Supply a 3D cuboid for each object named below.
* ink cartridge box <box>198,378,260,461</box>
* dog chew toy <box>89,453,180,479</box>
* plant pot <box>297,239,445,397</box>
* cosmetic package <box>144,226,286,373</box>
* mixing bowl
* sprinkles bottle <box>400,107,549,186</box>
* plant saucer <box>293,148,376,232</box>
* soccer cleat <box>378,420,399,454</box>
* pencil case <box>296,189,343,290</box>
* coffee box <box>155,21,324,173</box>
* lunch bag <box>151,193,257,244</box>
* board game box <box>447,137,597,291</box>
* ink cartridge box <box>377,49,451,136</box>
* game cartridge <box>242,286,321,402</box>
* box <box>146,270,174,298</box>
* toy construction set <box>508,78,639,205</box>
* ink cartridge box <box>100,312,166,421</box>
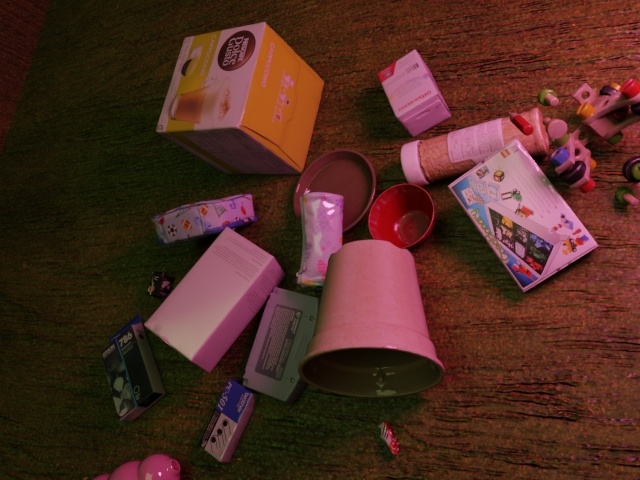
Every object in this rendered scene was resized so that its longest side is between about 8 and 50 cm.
[{"bbox_3d":[-0.260,0.511,1.668,0.097,0.046,0.207,22,84,35],"label":"ink cartridge box"},{"bbox_3d":[-0.544,0.731,1.676,0.332,0.206,0.206,-36,56,7],"label":"dog chew toy"},{"bbox_3d":[0.123,0.180,1.416,0.334,0.334,0.305,-15,53,27],"label":"plant pot"},{"bbox_3d":[-0.295,0.168,1.682,0.197,0.155,0.365,33,76,24],"label":"cosmetic package"},{"bbox_3d":[0.228,-0.049,1.544,0.182,0.098,0.181,-11,67,28],"label":"mixing bowl"},{"bbox_3d":[0.388,-0.233,1.499,0.356,0.121,0.121,-12,66,28],"label":"sprinkles bottle"},{"bbox_3d":[0.044,-0.138,1.731,0.278,0.041,0.277,-12,65,28],"label":"plant saucer"},{"bbox_3d":[0.164,0.482,1.424,0.036,0.029,0.083,-37,53,26],"label":"soccer cleat"},{"bbox_3d":[0.000,0.000,1.620,0.124,0.113,0.272,3,89,4],"label":"pencil case"},{"bbox_3d":[-0.238,-0.422,1.833,0.335,0.338,0.337,4,74,33],"label":"coffee box"},{"bbox_3d":[-0.356,-0.068,1.848,0.304,0.243,0.114,-9,96,28],"label":"lunch bag"},{"bbox_3d":[0.465,-0.059,1.365,0.193,0.053,0.305,-36,77,16],"label":"board game box"},{"bbox_3d":[0.263,-0.408,1.642,0.128,0.127,0.176,-28,59,20],"label":"ink cartridge box"},{"bbox_3d":[-0.095,0.292,1.646,0.198,0.062,0.297,12,78,31],"label":"game cartridge"},{"bbox_3d":[-0.541,0.150,1.981,0.062,0.052,0.083,0,71,33],"label":"box"},{"bbox_3d":[0.576,-0.260,1.320,0.237,0.309,0.257,-87,11,-65],"label":"toy construction set"},{"bbox_3d":[-0.629,0.408,1.933,0.165,0.065,0.332,-41,54,13],"label":"ink cartridge box"}]
